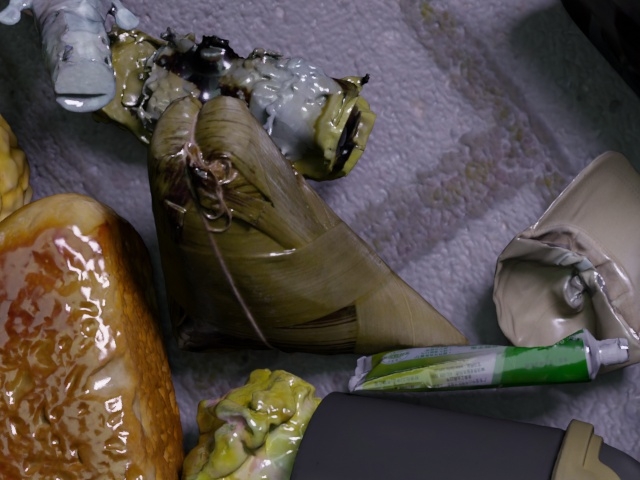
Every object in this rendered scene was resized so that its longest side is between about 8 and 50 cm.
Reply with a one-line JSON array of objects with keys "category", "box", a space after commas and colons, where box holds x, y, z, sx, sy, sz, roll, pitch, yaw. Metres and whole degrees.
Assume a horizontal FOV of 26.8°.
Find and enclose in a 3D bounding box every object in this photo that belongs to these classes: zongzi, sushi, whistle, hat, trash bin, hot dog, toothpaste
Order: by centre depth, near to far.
[{"category": "trash bin", "box": [0.151, 0.248, 1.162, 0.334, 0.214, 0.214, 10, 83, 18]}, {"category": "toothpaste", "box": [0.149, 0.109, 1.198, 0.248, 0.078, 0.046, -6, 107, 10]}, {"category": "zongzi", "box": [0.000, 0.000, 1.199, 0.300, 0.274, 0.145, 9, 54, 6]}, {"category": "hot dog", "box": [-0.252, 0.170, 1.241, 0.223, 0.185, 0.405, -14, 80, 5]}, {"category": "hat", "box": [0.245, 0.019, 1.258, 0.166, 0.173, 0.144, 46, 134, -11]}, {"category": "whistle", "box": [-0.247, -0.248, 1.288, 0.133, 0.142, 0.346, -50, 37, 25]}, {"category": "sushi", "box": [-0.094, -0.122, 1.289, 0.291, 0.131, 0.139, 15, 72, 9]}]

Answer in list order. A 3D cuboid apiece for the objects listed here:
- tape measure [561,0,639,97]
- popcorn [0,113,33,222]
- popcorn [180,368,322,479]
[{"category": "tape measure", "box": [0.334, -0.207, 1.174, 0.138, 0.259, 0.262, -38, 78, 2]}, {"category": "popcorn", "box": [-0.415, -0.061, 1.307, 0.250, 0.190, 0.250, 1, 94, 8]}, {"category": "popcorn", "box": [-0.057, 0.188, 1.241, 0.126, 0.126, 0.145, 32, 90, -22]}]
